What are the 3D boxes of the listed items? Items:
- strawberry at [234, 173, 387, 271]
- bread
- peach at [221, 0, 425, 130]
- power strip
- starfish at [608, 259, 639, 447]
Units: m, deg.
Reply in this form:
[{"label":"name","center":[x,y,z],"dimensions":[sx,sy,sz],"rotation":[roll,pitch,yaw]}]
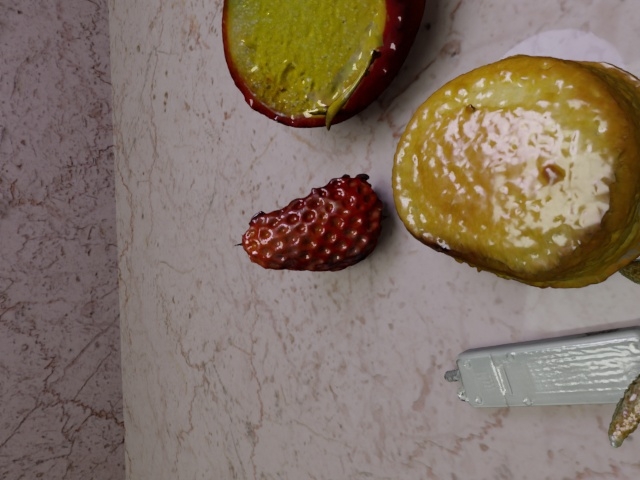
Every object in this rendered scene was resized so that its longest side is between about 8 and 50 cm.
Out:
[{"label":"strawberry","center":[0.015,-0.010,0.811],"dimensions":[0.253,0.280,0.150],"rotation":[-42,68,27]},{"label":"bread","center":[0.285,-0.091,0.593],"dimensions":[0.359,0.204,0.335],"rotation":[17,110,40]},{"label":"peach","center":[0.012,-0.418,0.747],"dimensions":[0.336,0.309,0.405],"rotation":[25,129,0]},{"label":"power strip","center":[0.354,0.210,0.649],"dimensions":[0.339,0.058,0.098],"rotation":[-24,78,41]},{"label":"starfish","center":[0.457,0.088,0.395],"dimensions":[0.348,0.357,0.078],"rotation":[-21,121,37]}]
